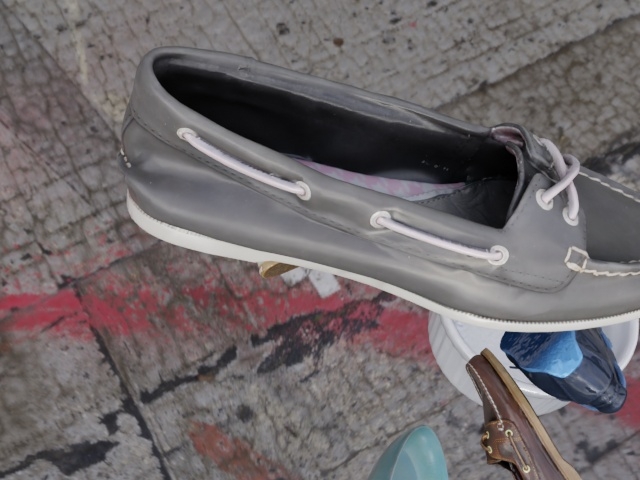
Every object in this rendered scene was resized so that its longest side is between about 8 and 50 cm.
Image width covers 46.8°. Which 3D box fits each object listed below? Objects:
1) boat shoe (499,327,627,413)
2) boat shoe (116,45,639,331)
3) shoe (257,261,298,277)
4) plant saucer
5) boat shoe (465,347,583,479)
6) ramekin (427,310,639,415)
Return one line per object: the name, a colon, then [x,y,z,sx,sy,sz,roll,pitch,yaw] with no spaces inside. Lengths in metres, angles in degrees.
boat shoe: [0.239,0.117,0.741,0.089,0.258,0.109,41,107,4]
boat shoe: [0.055,-0.030,0.405,0.335,0.095,0.112,10,44,-3]
shoe: [0.000,0.000,1.133,0.219,0.076,0.058,-14,61,-26]
plant saucer: [0.089,0.363,0.807,0.044,0.317,0.317,-1,65,22]
boat shoe: [0.203,0.212,0.757,0.073,0.073,0.207,-32,66,3]
ramekin: [0.286,0.112,1.048,0.277,0.135,0.277,3,56,-5]
